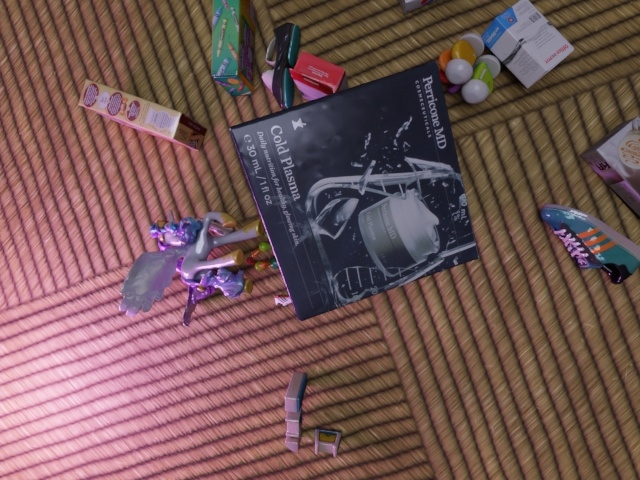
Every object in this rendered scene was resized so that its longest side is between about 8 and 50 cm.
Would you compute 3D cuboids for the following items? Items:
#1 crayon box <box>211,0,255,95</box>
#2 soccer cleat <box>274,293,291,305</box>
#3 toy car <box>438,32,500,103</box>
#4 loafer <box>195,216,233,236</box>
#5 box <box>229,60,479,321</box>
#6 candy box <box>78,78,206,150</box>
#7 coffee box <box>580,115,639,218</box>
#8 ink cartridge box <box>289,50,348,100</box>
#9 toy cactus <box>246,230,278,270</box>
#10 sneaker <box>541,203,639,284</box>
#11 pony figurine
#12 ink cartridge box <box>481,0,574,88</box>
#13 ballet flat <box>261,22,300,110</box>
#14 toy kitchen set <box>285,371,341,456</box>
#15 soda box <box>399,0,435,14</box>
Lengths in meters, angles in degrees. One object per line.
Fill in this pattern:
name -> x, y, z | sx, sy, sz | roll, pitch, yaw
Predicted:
crayon box -> -0.257, -0.599, 1.263 | 0.081, 0.165, 0.278 | 2, 91, 7
soccer cleat -> -0.103, 0.190, 1.325 | 0.083, 0.029, 0.035 | 3, 100, 10
toy car -> 0.408, -0.473, 1.196 | 0.182, 0.136, 0.159 | 39, 66, -22
loafer -> -0.337, -0.048, 1.347 | 0.125, 0.045, 0.039 | 29, 78, 0
box -> 0.078, -0.126, 1.073 | 0.472, 0.297, 0.480 | -20, 106, -4
candy box -> -0.537, -0.379, 1.293 | 0.316, 0.183, 0.087 | 21, 93, 6
coffee box -> 0.874, -0.194, 1.158 | 0.141, 0.098, 0.246 | -40, 86, 6
ink cartridge box -> 0.002, -0.452, 1.199 | 0.134, 0.231, 0.078 | 25, 94, 6
toy cactus -> -0.107, 0.036, 1.292 | 0.180, 0.112, 0.219 | 44, 97, -5
sneaker -> 0.741, 0.011, 1.173 | 0.302, 0.108, 0.121 | 32, 90, 4
pony figurine -> -0.370, 0.070, 1.234 | 0.363, 0.303, 0.351 | 1, 72, 22
ink cartridge box -> 0.574, -0.549, 1.173 | 0.148, 0.086, 0.203 | -38, 86, -21
ballet flat -> -0.122, -0.526, 1.291 | 0.096, 0.095, 0.280 | 4, 81, 17
toy kitchen set -> -0.016, 0.532, 1.292 | 0.166, 0.122, 0.207 | 4, 111, 7
soda box -> 0.337, -0.754, 1.235 | 0.216, 0.069, 0.074 | -20, 88, 8
